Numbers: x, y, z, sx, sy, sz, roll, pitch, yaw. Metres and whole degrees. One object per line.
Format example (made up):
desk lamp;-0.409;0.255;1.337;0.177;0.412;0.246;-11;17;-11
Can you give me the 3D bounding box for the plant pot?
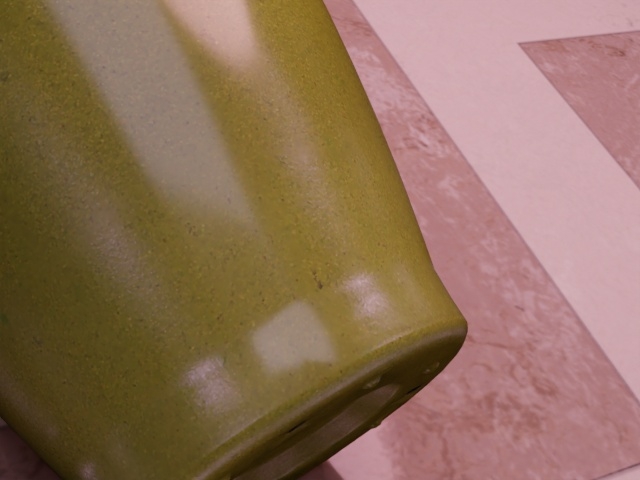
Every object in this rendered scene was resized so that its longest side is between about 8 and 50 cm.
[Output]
plant pot;-0.102;-0.016;0.601;0.367;0.366;0.353;-22;69;-32
